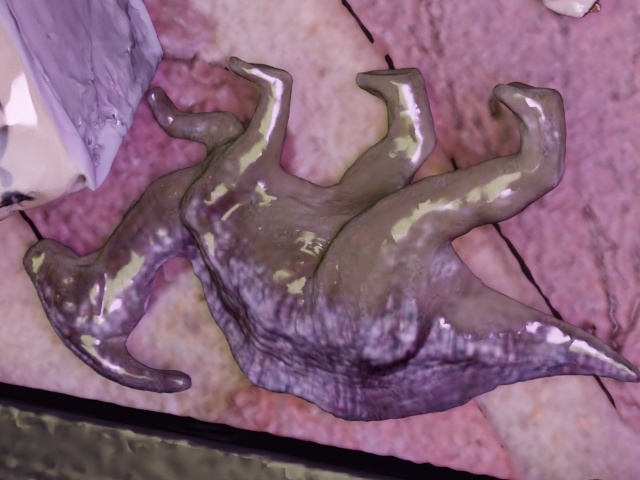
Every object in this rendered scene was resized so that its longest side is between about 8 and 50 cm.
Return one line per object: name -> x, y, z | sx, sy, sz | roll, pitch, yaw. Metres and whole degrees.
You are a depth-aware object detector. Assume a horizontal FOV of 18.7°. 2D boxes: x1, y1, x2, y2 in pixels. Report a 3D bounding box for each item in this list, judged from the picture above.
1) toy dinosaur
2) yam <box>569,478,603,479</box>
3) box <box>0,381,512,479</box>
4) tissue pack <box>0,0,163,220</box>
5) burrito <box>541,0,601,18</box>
toy dinosaur -> 0.002, -0.001, 0.899 | 0.294, 0.077, 0.162 | 7, 98, 27
yam -> 0.153, 0.253, 0.821 | 0.168, 0.168, 0.304 | 10, 92, 13
box -> -0.069, 0.191, 0.928 | 0.350, 0.058, 0.211 | 10, 96, 13
tissue pack -> -0.325, -0.117, 0.869 | 0.405, 0.205, 0.331 | -22, 108, 14
burrito -> 0.080, -0.185, 0.885 | 0.041, 0.045, 0.185 | -24, 83, -23
